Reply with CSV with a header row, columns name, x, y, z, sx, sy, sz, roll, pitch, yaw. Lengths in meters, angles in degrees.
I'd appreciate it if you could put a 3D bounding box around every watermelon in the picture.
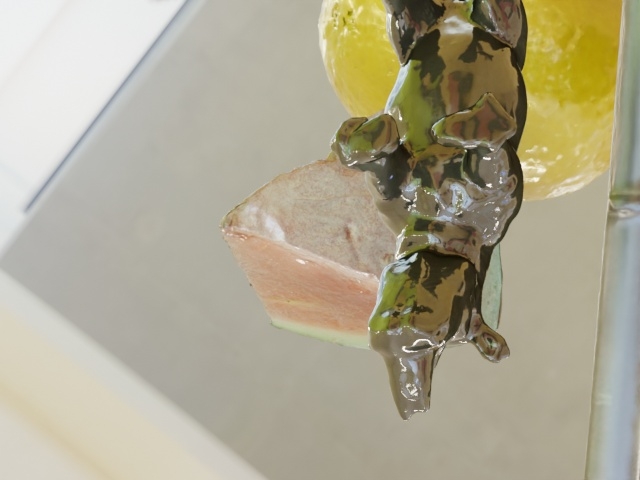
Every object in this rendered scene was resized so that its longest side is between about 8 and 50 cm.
name,x,y,z,sx,sy,sz,roll,pitch,yaw
watermelon,0.012,-0.009,1.312,0.202,0.207,0.136,37,-135,-30

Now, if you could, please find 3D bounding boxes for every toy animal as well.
name,x,y,z,sx,sy,sz,roll,pitch,yaw
toy animal,0.032,-0.016,0.490,0.065,0.047,0.135,63,-152,-60

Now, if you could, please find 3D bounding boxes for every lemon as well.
name,x,y,z,sx,sy,sz,roll,pitch,yaw
lemon,0.127,-0.149,1.467,0.263,0.236,0.236,50,-168,18

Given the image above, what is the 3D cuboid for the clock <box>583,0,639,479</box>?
name,x,y,z,sx,sy,sz,roll,pitch,yaw
clock,0.243,-0.001,0.703,0.273,0.279,0.049,5,-177,9
